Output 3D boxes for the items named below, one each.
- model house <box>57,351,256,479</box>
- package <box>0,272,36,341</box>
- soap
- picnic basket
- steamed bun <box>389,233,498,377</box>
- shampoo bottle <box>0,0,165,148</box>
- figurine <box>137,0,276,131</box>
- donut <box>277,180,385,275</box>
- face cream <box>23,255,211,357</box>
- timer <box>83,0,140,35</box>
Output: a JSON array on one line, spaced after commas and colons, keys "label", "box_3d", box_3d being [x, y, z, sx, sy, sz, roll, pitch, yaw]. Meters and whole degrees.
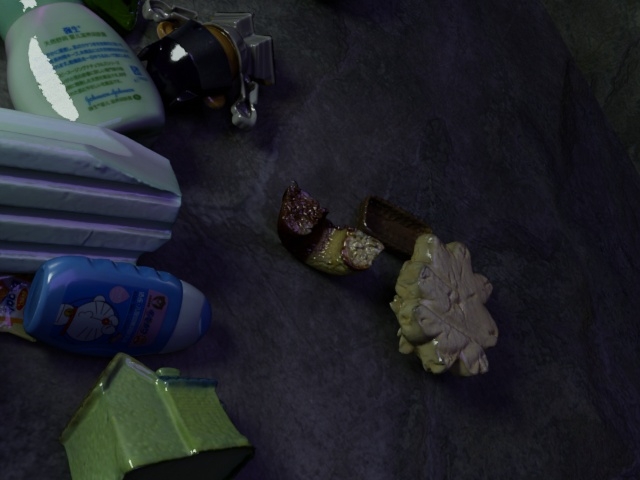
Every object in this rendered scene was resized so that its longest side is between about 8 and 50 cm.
[{"label": "model house", "box_3d": [-0.233, 0.268, 0.770, 0.214, 0.195, 0.189, 9, 38, -47]}, {"label": "package", "box_3d": [-0.443, 0.082, 0.780, 0.121, 0.031, 0.108, 16, 60, -28]}, {"label": "soap", "box_3d": [-0.382, -0.061, 0.771, 0.347, 0.208, 0.115, 5, 32, -32]}, {"label": "picnic basket", "box_3d": [0.162, -0.020, 1.227, 0.193, 0.055, 0.110, 26, 55, -21]}, {"label": "steamed bun", "box_3d": [0.243, 0.135, 1.149, 0.292, 0.137, 0.295, -29, 92, -43]}, {"label": "shampoo bottle", "box_3d": [-0.414, -0.295, 0.907, 0.222, 0.151, 0.349, -30, 87, -35]}, {"label": "figurine", "box_3d": [-0.220, -0.349, 1.073, 0.308, 0.143, 0.308, 16, 43, -16]}, {"label": "donut", "box_3d": [0.002, 0.000, 1.059, 0.217, 0.141, 0.085, 31, 63, -9]}, {"label": "face cream", "box_3d": [-0.283, 0.106, 0.821, 0.264, 0.149, 0.083, 15, 16, -38]}, {"label": "timer", "box_3d": [-0.386, -0.457, 1.021, 0.140, 0.047, 0.128, 36, 58, -66]}]
